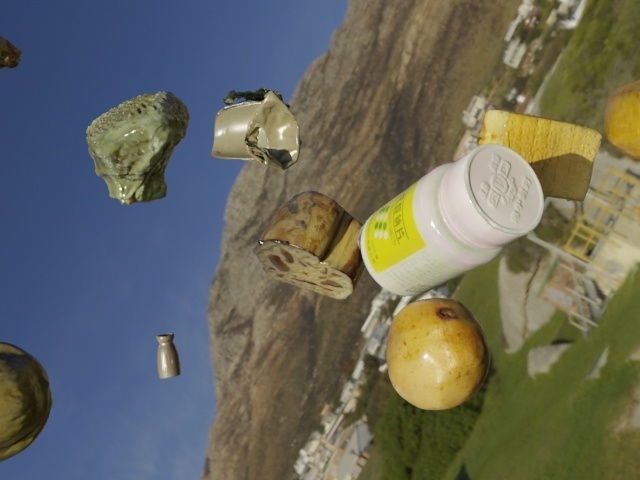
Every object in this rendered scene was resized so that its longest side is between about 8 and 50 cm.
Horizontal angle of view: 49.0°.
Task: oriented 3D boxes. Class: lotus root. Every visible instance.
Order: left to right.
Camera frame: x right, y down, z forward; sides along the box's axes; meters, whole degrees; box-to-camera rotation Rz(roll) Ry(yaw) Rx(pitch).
[{"bbox_3d":[0.000,0.000,1.919,0.250,0.316,0.316,-62,-16,-17],"label":"lotus root"}]

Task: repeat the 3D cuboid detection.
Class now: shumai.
[{"bbox_3d":[-0.365,-0.195,1.521,0.225,0.260,0.222,-51,-60,-38],"label":"shumai"}]

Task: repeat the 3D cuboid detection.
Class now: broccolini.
[{"bbox_3d":[-0.163,-0.355,1.818,0.271,0.123,0.062,-33,-45,-65],"label":"broccolini"}]

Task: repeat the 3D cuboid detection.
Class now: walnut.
[{"bbox_3d":[-0.723,0.350,1.511,0.283,0.283,0.227,-57,1,-11],"label":"walnut"}]

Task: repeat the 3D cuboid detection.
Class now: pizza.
[{"bbox_3d":[-0.773,-0.418,1.535,0.226,0.147,0.069,-35,-17,-52],"label":"pizza"}]

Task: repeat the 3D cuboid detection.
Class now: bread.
[{"bbox_3d":[0.499,-0.193,1.624,0.114,0.274,0.185,-142,60,-68],"label":"bread"}]

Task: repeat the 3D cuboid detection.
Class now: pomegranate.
[{"bbox_3d":[0.303,0.289,1.819,0.307,0.307,0.307,-52,-18,-25],"label":"pomegranate"}]

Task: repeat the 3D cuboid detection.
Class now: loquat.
[{"bbox_3d":[0.667,-0.247,1.392,0.234,0.187,0.176,-174,77,-70],"label":"loquat"}]

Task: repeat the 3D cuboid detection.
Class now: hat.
[{"bbox_3d":[-0.124,-0.199,1.334,0.085,0.175,0.147,27,-112,-59],"label":"hat"}]

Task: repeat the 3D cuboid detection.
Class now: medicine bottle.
[{"bbox_3d":[0.252,-0.031,1.419,0.213,0.213,0.378,-49,7,-33],"label":"medicine bottle"}]

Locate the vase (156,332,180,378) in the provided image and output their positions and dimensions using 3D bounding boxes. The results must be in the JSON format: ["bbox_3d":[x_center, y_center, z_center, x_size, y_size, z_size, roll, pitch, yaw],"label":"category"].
[{"bbox_3d":[-0.365,0.274,1.676,0.053,0.053,0.101,-12,-84,-68],"label":"vase"}]
